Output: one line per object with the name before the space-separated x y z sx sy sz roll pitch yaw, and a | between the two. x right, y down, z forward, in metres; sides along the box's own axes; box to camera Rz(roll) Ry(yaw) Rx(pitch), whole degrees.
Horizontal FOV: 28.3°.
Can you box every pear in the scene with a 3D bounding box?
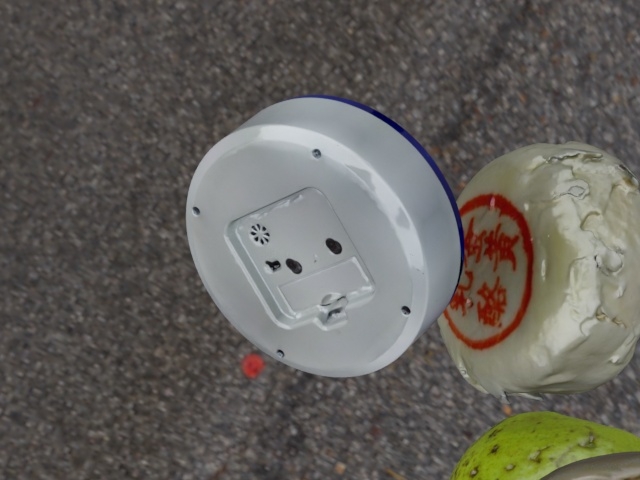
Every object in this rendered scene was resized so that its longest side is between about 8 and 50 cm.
pear | 0.332 0.436 1.745 0.391 0.391 0.391 -13 62 25

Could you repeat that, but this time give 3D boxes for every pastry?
pastry | 0.215 0.030 1.222 0.265 0.133 0.264 -22 64 54

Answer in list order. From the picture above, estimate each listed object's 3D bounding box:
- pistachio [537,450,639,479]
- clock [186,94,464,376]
pistachio | 0.325 0.317 1.345 0.166 0.288 0.197 -113 28 -44
clock | 0.000 0.000 1.047 0.230 0.230 0.083 4 30 32
